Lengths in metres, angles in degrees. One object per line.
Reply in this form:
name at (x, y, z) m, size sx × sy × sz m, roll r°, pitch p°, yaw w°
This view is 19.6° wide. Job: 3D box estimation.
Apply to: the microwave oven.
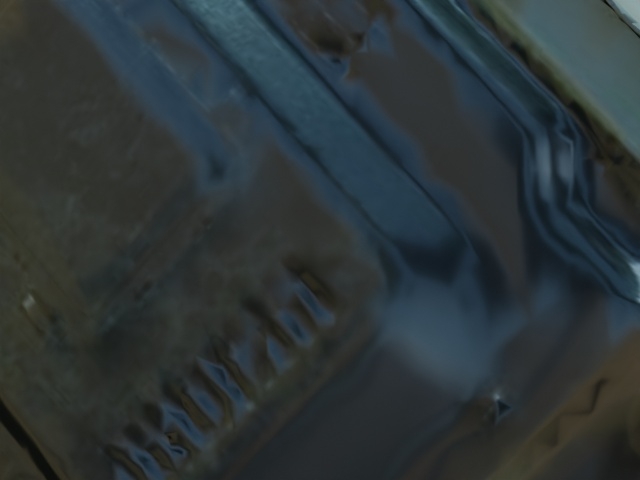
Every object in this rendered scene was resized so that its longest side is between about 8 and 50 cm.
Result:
microwave oven at (0.000, 0.000, 0.473) m, size 0.295 × 0.237 × 0.181 m, roll 49°, pitch 15°, yaw 17°
